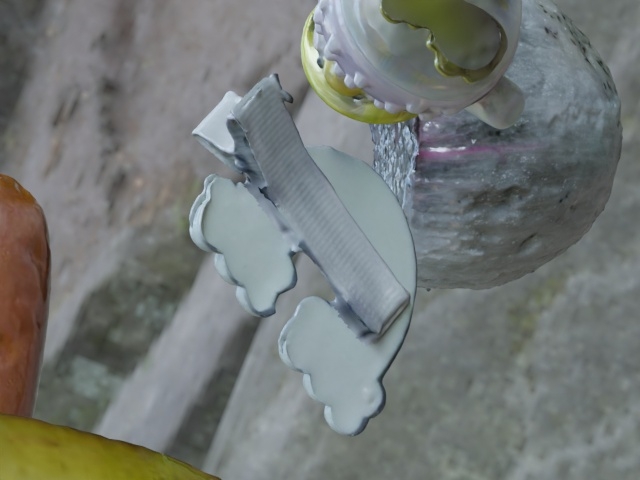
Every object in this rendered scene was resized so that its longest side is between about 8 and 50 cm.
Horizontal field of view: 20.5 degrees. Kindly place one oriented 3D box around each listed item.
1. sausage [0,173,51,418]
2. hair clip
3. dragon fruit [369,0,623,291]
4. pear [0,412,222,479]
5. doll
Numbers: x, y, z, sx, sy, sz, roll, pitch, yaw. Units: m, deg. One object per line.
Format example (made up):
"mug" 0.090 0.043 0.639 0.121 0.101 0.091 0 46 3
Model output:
"sausage" -0.224 0.079 1.066 0.113 0.113 0.259 122 157 -61
"hair clip" 0.000 0.000 1.100 0.054 0.220 0.140 -8 34 48
"dragon fruit" 0.157 -0.097 1.526 0.204 0.221 0.283 173 98 -75
"pear" -0.124 0.226 0.484 0.340 0.386 0.191 -34 39 9
"doll" 0.034 -0.094 0.783 0.081 0.129 0.207 -50 7 -6
